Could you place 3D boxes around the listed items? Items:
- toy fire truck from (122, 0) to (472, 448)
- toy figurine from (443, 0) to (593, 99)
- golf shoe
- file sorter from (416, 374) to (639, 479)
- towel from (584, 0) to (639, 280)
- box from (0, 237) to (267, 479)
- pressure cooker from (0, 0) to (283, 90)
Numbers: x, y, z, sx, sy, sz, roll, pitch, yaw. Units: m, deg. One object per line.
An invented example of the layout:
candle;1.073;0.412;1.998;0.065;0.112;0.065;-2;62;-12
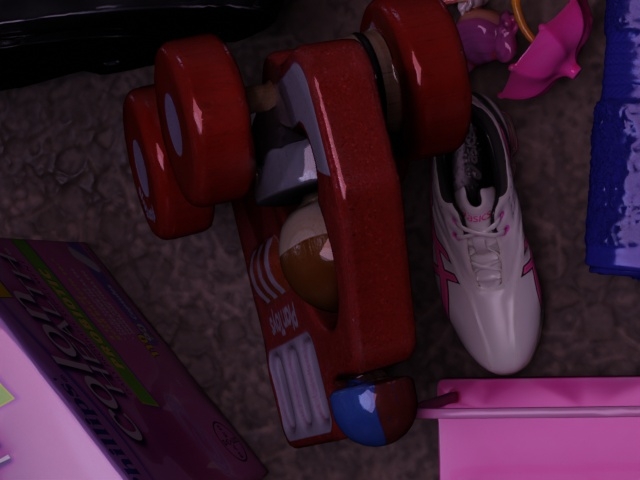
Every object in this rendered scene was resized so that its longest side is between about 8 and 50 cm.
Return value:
toy fire truck;0.000;0.000;1.149;0.169;0.302;0.254;-14;86;-15
toy figurine;0.105;-0.166;1.220;0.173;0.130;0.159;-11;96;36
golf shoe;0.100;-0.003;1.222;0.067;0.086;0.186;-11;88;13
file sorter;0.158;0.232;1.151;0.202;0.182;0.291;-2;89;15
towel;0.287;-0.121;1.185;0.227;0.076;0.308;4;90;8
box;-0.172;0.113;1.211;0.117;0.243;0.213;-42;79;11
pressure cooker;-0.226;-0.307;1.160;0.375;0.370;0.420;-9;89;10
